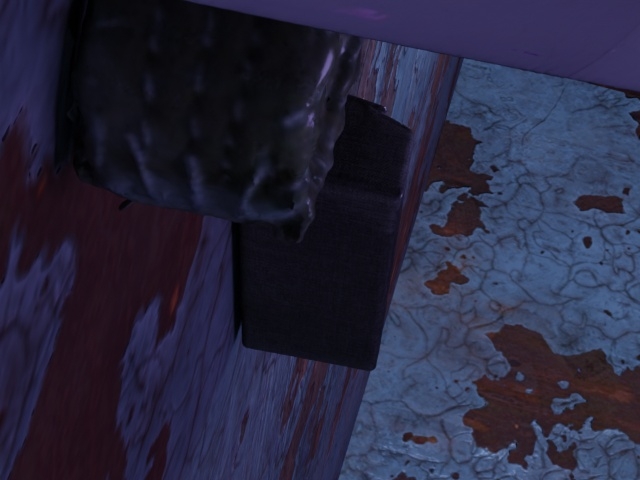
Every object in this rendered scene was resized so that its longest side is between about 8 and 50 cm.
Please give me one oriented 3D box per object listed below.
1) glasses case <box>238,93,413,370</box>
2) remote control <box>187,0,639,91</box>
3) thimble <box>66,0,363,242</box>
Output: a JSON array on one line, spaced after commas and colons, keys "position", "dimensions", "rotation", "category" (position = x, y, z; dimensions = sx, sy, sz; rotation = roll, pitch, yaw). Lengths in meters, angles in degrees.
[{"position": [0.000, 0.000, 0.843], "dimensions": [0.205, 0.071, 0.047], "rotation": [93, 9, -66], "category": "glasses case"}, {"position": [0.049, -0.081, 0.390], "dimensions": [0.250, 0.034, 0.103], "rotation": [2, 141, -51], "category": "remote control"}, {"position": [-0.020, -0.057, 0.455], "dimensions": [0.084, 0.062, 0.110], "rotation": [71, 34, -79], "category": "thimble"}]
